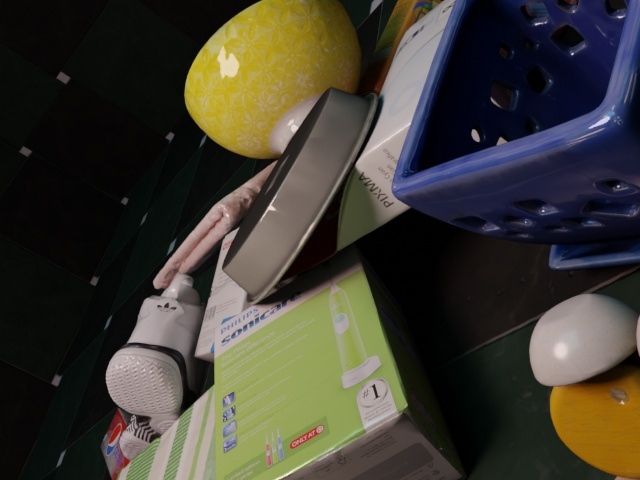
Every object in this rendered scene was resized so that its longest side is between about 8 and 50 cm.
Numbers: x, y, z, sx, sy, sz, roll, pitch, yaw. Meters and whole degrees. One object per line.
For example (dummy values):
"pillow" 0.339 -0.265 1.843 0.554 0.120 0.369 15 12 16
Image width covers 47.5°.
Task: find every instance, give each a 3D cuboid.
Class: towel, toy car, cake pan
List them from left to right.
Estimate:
"towel" -0.192 0.316 0.931 0.325 0.038 0.248 -44 19 23
"towel" -0.124 -0.053 1.290 0.332 0.053 0.317 -43 1 -43
"cake pan" -0.032 -0.062 0.870 0.293 0.054 0.293 -56 10 16
"toy car" 0.234 0.088 0.441 0.136 0.159 0.182 -32 3 -33

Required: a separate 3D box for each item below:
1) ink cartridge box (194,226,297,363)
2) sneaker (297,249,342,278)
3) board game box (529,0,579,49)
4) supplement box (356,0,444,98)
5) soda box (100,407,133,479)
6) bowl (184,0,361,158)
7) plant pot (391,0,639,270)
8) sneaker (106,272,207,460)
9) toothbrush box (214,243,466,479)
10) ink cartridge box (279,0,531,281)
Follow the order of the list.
"ink cartridge box" -0.101 0.079 1.042 0.139 0.082 0.191 -26 46 56
"sneaker" 0.000 0.000 1.109 0.286 0.109 0.130 168 117 -70
"board game box" 0.252 -0.309 0.984 0.145 0.027 0.281 -57 22 8
"supplement box" 0.145 -0.319 1.168 0.080 0.078 0.234 1 66 66
"soda box" -0.356 0.411 1.408 0.092 0.083 0.263 -65 23 -6
"bowl" -0.042 -0.212 1.099 0.289 0.289 0.156 -47 64 33
"plant pot" 0.224 -0.105 0.558 0.236 0.212 0.236 -15 51 60
"sneaker" -0.230 0.225 1.167 0.366 0.137 0.210 93 -169 -47
"toothbrush box" 0.003 0.162 0.773 0.206 0.122 0.283 -33 30 9
"ink cartridge box" 0.069 -0.136 0.883 0.385 0.091 0.308 -30 26 35
